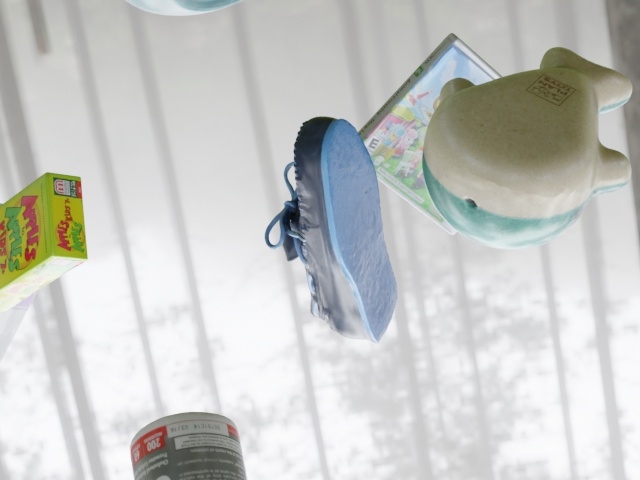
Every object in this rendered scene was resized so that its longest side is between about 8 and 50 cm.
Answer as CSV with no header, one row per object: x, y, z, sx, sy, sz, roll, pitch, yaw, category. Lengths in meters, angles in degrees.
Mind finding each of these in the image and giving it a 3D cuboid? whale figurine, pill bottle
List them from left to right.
-0.171,0.398,2.298,0.161,0.161,0.283,-11,-122,-4,pill bottle
0.214,-0.094,1.675,0.216,0.141,0.272,26,-135,19,whale figurine

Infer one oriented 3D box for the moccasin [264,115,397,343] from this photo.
0.000,0.000,1.887,0.116,0.342,0.138,12,-133,23,moccasin

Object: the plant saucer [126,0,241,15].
-0.052,-0.316,1.501,0.317,0.044,0.317,-37,164,-13,plant saucer

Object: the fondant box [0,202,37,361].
-0.501,0.060,1.891,0.330,0.238,0.096,10,-151,-44,fondant box

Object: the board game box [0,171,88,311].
-0.311,0.004,1.728,0.043,0.092,0.181,8,156,-37,board game box

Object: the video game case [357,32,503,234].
0.162,-0.126,2.015,0.193,0.212,0.023,-47,-143,11,video game case
